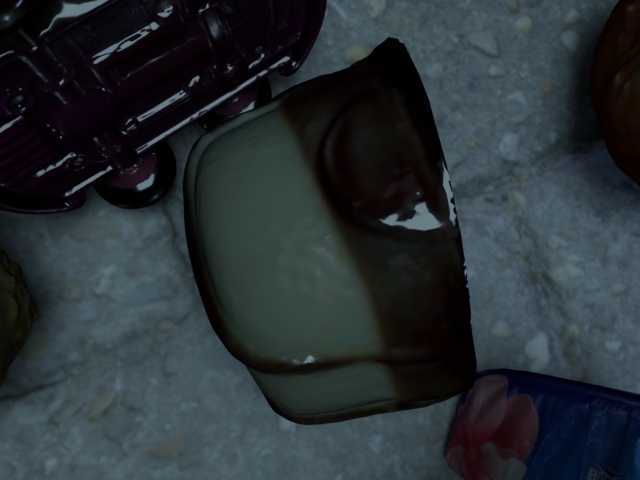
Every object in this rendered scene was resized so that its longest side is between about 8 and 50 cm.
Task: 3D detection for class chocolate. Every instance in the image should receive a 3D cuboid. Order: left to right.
[{"bbox_3d":[0.000,0.000,0.436,0.186,0.283,0.284,-10,87,5],"label":"chocolate"}]

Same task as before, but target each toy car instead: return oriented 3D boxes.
[{"bbox_3d":[-0.174,-0.198,0.431,0.340,0.271,0.240,-35,73,-10],"label":"toy car"}]

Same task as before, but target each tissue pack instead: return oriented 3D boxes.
[{"bbox_3d":[0.252,0.193,0.442,0.209,0.269,0.137,13,81,-9],"label":"tissue pack"}]

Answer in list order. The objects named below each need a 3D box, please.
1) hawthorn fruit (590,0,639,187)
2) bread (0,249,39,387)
[{"bbox_3d":[0.413,-0.168,0.508,0.299,0.275,0.276,-10,87,-19],"label":"hawthorn fruit"},{"bbox_3d":[-0.324,0.049,0.413,0.229,0.123,0.230,4,104,16],"label":"bread"}]
